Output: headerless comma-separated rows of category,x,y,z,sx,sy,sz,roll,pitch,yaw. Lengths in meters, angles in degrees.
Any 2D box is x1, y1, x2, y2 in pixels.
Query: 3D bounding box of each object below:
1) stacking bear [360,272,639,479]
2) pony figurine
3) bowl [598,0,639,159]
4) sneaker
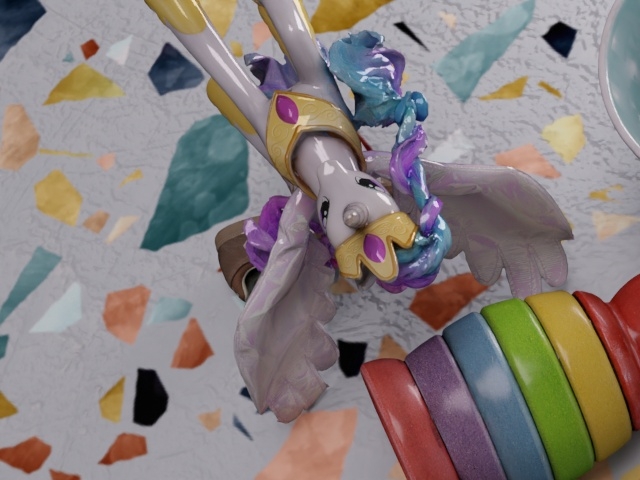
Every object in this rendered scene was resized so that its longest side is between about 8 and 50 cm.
stacking bear,0.192,0.111,1.369,0.289,0.164,0.175,-24,53,-1
pony figurine,0.008,-0.045,1.401,0.303,0.351,0.363,-32,58,1
bowl,0.395,-0.115,1.430,0.312,0.163,0.311,-10,55,14
sneaker,0.000,0.000,1.575,0.188,0.066,0.071,-19,73,11
